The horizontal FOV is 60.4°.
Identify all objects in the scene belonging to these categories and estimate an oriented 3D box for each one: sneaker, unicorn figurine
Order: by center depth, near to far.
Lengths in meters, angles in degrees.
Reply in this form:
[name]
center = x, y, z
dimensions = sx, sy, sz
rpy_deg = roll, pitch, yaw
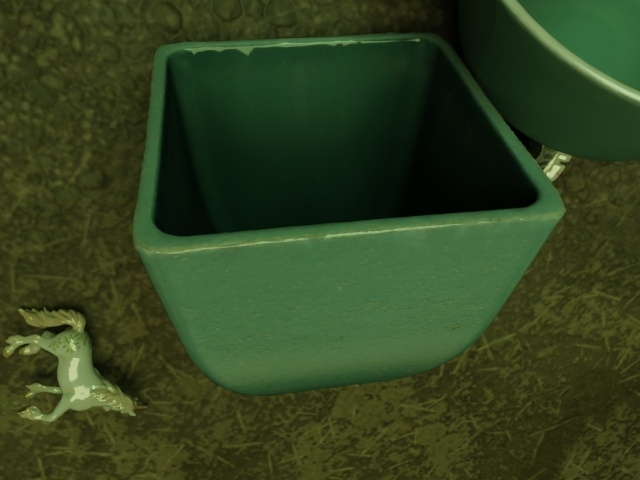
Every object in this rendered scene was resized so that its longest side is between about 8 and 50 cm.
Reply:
[sneaker]
center = 0.183, -0.054, 0.567
dimensions = 0.075, 0.063, 0.170
rpy_deg = 27, 103, -21
[unicorn figurine]
center = -0.262, 0.146, 0.584
dimensions = 0.111, 0.060, 0.161
rpy_deg = -8, 116, -5

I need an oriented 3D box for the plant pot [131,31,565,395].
[plant pot]
center = 0.000, 0.000, 0.467
dimensions = 0.247, 0.247, 0.252
rpy_deg = -5, 134, -8

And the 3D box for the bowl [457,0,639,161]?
[bowl]
center = 0.231, -0.183, 0.414
dimensions = 0.312, 0.163, 0.311
rpy_deg = 1, 72, -4
